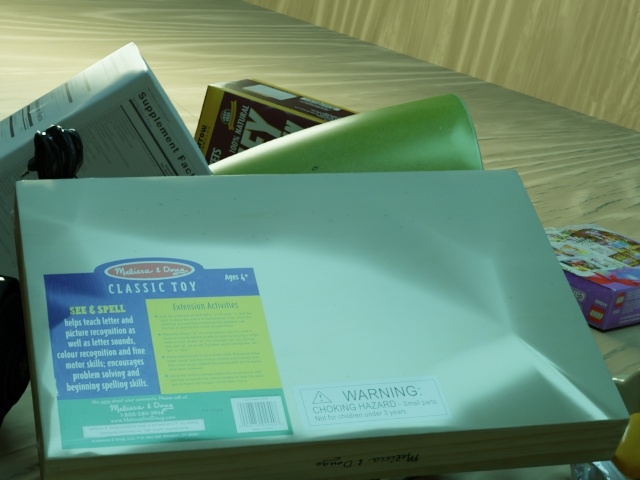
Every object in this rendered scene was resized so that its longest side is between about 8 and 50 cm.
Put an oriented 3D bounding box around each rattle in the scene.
[{"bbox_3d":[0.266,0.178,1.427,0.143,0.130,0.199,-29,26,-25],"label":"rattle"}]

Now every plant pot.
[{"bbox_3d":[0.000,0.000,1.562,0.293,0.275,0.275,-5,18,-7],"label":"plant pot"}]

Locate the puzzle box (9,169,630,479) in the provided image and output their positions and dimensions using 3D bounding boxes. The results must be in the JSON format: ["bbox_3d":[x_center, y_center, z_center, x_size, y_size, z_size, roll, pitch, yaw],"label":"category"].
[{"bbox_3d":[-0.011,0.056,1.135,0.409,0.052,0.272,-2,44,-14],"label":"puzzle box"}]

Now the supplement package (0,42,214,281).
[{"bbox_3d":[-0.240,-0.059,1.474,0.244,0.139,0.134,-31,23,-2],"label":"supplement package"}]

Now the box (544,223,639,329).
[{"bbox_3d":[0.365,0.043,2.049,0.201,0.057,0.293,24,18,35],"label":"box"}]

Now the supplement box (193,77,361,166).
[{"bbox_3d":[-0.039,-0.101,1.855,0.191,0.129,0.194,19,12,9],"label":"supplement box"}]

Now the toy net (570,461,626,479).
[{"bbox_3d":[0.188,0.156,1.362,0.232,0.045,0.122,44,8,-28],"label":"toy net"}]

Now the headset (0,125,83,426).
[{"bbox_3d":[-0.319,0.039,1.197,0.243,0.185,0.394,22,28,25],"label":"headset"}]

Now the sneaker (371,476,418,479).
[{"bbox_3d":[0.011,0.117,1.222,0.158,0.182,0.410,18,17,13],"label":"sneaker"}]
